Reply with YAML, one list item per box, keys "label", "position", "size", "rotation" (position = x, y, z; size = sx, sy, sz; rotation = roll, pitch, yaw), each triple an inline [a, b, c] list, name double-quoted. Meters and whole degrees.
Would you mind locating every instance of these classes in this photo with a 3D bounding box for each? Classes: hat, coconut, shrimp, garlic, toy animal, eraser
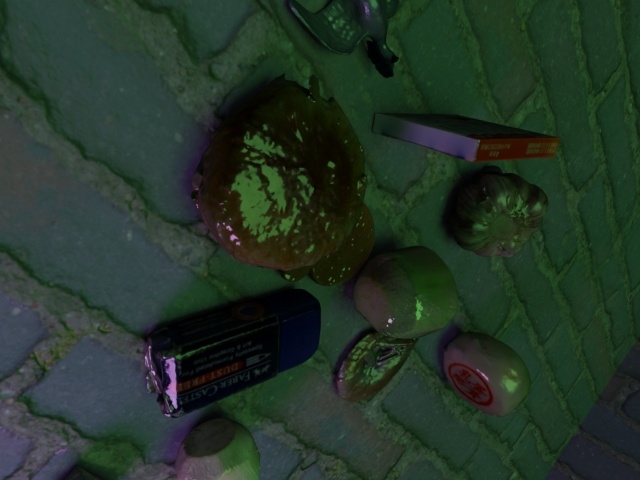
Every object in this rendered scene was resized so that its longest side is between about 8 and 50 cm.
- label: "hat"
  position: [0.430, -0.172, 1.328]
  size: [0.087, 0.042, 0.058]
  rotation: [-6, 137, -3]
- label: "coconut"
  position: [-0.199, 0.446, 1.009]
  size: [0.161, 0.161, 0.162]
  rotation: [-25, 115, -29]
- label: "coconut"
  position: [0.194, 0.116, 1.147]
  size: [0.235, 0.236, 0.205]
  rotation: [-5, 78, -38]
- label: "shrimp"
  position: [0.158, 0.273, 1.281]
  size: [0.317, 0.077, 0.168]
  rotation: [-49, 130, -7]
- label: "garlic"
  position: [0.445, -0.071, 1.304]
  size: [0.244, 0.160, 0.245]
  rotation: [-1, 123, -2]
- label: "toy animal"
  position: [0.066, -0.407, 0.892]
  size: [0.239, 0.176, 0.255]
  rotation: [-41, 96, -22]
- label: "eraser"
  position: [-0.155, 0.205, 0.968]
  size: [0.332, 0.101, 0.155]
  rotation: [-14, 119, -34]

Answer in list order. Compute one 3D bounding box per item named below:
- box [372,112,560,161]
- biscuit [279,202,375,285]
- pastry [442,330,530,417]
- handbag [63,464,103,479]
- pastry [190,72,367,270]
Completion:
- label: "box"
  position: [0.291, -0.214, 1.036]
  size: [0.273, 0.265, 0.048]
  rotation: [-10, 117, -35]
- label: "biscuit"
  position: [-0.001, 0.000, 1.043]
  size: [0.288, 0.044, 0.202]
  rotation: [-3, 110, -37]
- label: "pastry"
  position: [0.472, 0.386, 1.479]
  size: [0.133, 0.264, 0.265]
  rotation: [-37, 129, -24]
- label: "handbag"
  position: [-0.439, 0.489, 0.879]
  size: [0.173, 0.095, 0.117]
  rotation: [-50, 127, -21]
- label: "pastry"
  position: [-0.050, -0.096, 0.865]
  size: [0.329, 0.136, 0.330]
  rotation: [-6, 100, -33]
